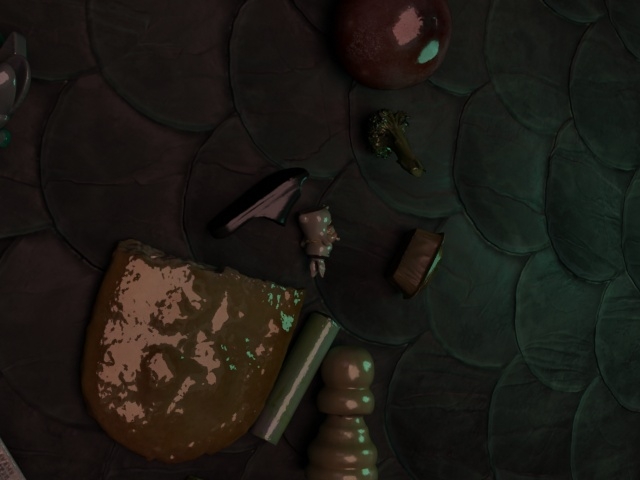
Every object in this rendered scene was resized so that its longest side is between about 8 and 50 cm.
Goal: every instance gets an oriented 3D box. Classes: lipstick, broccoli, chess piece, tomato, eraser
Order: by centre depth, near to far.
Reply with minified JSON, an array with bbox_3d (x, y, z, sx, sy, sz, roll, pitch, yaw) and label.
[{"bbox_3d":[-0.606,0.374,1.638,0.068,0.124,0.210,-32,109,-23],"label":"eraser"},{"bbox_3d":[0.162,-0.460,1.962,0.270,0.227,0.270,-3,96,-33],"label":"tomato"},{"bbox_3d":[-0.054,0.297,1.982,0.076,0.076,0.304,34,76,-27],"label":"lipstick"},{"bbox_3d":[0.170,-0.209,2.008,0.118,0.204,0.122,-2,129,-26],"label":"broccoli"},{"bbox_3d":[0.051,0.382,2.017,0.167,0.167,0.299,5,85,-30],"label":"chess piece"}]

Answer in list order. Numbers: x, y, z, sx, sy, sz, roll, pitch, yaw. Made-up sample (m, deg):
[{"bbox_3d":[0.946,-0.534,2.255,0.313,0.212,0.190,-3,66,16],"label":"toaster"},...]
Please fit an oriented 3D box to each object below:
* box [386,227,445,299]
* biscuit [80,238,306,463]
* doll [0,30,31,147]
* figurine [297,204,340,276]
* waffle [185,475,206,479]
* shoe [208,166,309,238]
[{"bbox_3d":[0.228,0.052,2.112,0.111,0.111,0.177,35,77,-27],"label":"box"},{"bbox_3d":[-0.274,0.228,1.832,0.429,0.104,0.446,26,80,-29],"label":"biscuit"},{"bbox_3d":[-0.581,-0.250,1.586,0.195,0.153,0.258,-12,87,7],"label":"doll"},{"bbox_3d":[0.008,-0.001,1.989,0.098,0.081,0.146,-21,104,-27],"label":"figurine"},{"bbox_3d":[-0.143,0.564,1.865,0.248,0.221,0.055,27,80,-29],"label":"waffle"},{"bbox_3d":[-0.119,-0.060,1.902,0.241,0.108,0.093,-36,112,-15],"label":"shoe"}]
